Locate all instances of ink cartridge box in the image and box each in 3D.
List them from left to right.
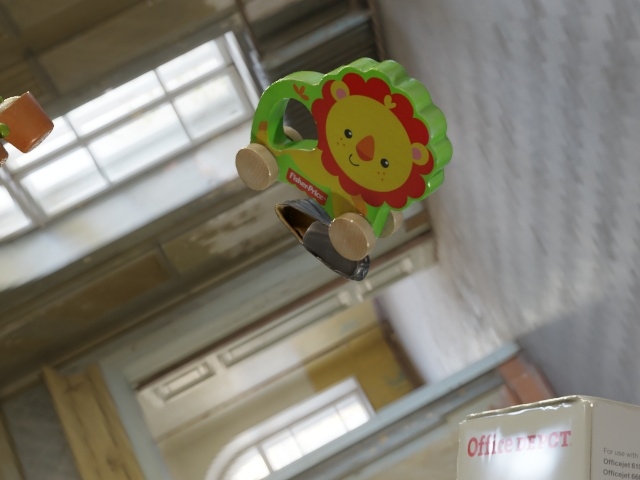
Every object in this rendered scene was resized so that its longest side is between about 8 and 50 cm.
[{"bbox_3d":[0.214,0.304,0.929,0.223,0.129,0.307,147,132,-65],"label":"ink cartridge box"}]

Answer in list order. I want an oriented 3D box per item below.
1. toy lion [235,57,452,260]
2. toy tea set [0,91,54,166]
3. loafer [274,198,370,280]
[{"bbox_3d":[0.012,-0.046,0.506,0.100,0.034,0.096,36,134,19],"label":"toy lion"},{"bbox_3d":[-0.493,-0.105,1.395,0.124,0.200,0.336,45,-151,-6],"label":"toy tea set"},{"bbox_3d":[0.000,0.000,1.423,0.061,0.062,0.170,6,-156,-42],"label":"loafer"}]
